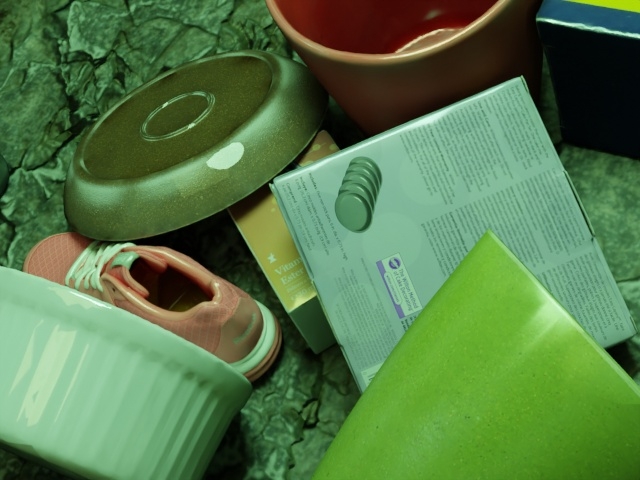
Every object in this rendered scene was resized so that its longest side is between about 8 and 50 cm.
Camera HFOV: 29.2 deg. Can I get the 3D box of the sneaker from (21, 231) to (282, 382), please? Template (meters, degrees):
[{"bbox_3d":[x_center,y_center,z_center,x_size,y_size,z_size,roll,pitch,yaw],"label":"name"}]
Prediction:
[{"bbox_3d":[-0.184,0.037,1.229,0.313,0.136,0.116,17,65,28],"label":"sneaker"}]

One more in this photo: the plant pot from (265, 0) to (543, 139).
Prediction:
[{"bbox_3d":[0.103,-0.209,1.216,0.274,0.243,0.275,-9,56,14],"label":"plant pot"}]

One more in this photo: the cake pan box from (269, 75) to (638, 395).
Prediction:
[{"bbox_3d":[0.118,0.021,1.094,0.245,0.070,0.267,-25,86,2],"label":"cake pan box"}]

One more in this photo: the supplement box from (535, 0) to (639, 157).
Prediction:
[{"bbox_3d":[0.371,-0.270,1.189,0.195,0.194,0.357,16,65,28],"label":"supplement box"}]

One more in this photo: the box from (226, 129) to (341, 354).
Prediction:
[{"bbox_3d":[0.000,0.000,1.214,0.130,0.091,0.170,-32,54,-2],"label":"box"}]

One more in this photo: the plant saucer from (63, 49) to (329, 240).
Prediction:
[{"bbox_3d":[-0.142,-0.116,1.298,0.310,0.050,0.311,-19,33,13],"label":"plant saucer"}]

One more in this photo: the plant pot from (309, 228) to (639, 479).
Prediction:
[{"bbox_3d":[0.116,0.191,0.936,0.293,0.275,0.275,-44,54,6],"label":"plant pot"}]

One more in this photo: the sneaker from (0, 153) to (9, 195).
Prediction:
[{"bbox_3d":[-0.491,-0.037,1.408,0.267,0.106,0.101,-39,56,-6],"label":"sneaker"}]

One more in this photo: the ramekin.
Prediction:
[{"bbox_3d":[-0.211,0.140,1.096,0.277,0.277,0.135,14,73,27],"label":"ramekin"}]
